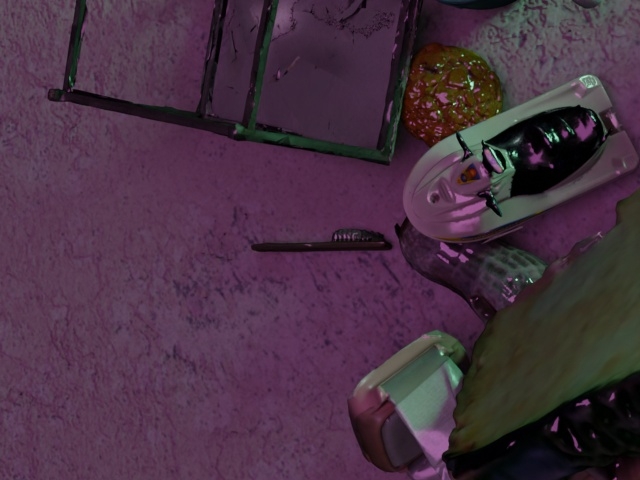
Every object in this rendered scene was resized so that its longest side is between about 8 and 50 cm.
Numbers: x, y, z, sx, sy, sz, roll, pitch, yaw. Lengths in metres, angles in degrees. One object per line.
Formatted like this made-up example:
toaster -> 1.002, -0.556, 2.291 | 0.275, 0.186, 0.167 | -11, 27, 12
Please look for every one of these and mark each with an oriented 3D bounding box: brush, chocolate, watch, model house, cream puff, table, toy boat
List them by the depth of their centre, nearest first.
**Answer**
model house -> 0.419, 0.171, 1.345 | 0.400, 0.395, 0.445 | 41, 122, -12
toy boat -> 0.230, -0.089, 1.548 | 0.269, 0.141, 0.141 | -22, 79, -14
watch -> 0.164, 0.261, 1.554 | 0.162, 0.253, 0.241 | -35, 57, -10
table -> -0.105, -0.236, 1.605 | 0.335, 0.272, 0.222 | 14, 96, 40
chocolate -> 0.198, 0.035, 1.613 | 0.248, 0.110, 0.110 | 40, 105, 18
cream puff -> 0.153, -0.174, 1.631 | 0.144, 0.103, 0.126 | 33, 102, 14
brush -> 0.000, 0.000, 1.736 | 0.190, 0.034, 0.027 | -2, 80, 24

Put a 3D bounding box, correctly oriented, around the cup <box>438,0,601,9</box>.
cup -> 0.195, -0.346, 1.573 | 0.300, 0.173, 0.167 | 32, 102, 20
